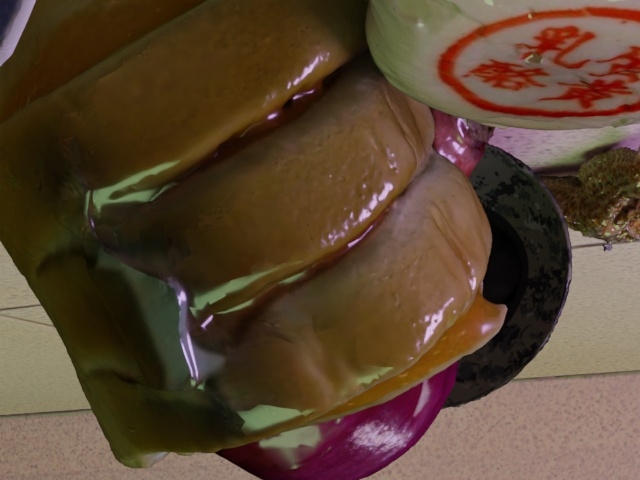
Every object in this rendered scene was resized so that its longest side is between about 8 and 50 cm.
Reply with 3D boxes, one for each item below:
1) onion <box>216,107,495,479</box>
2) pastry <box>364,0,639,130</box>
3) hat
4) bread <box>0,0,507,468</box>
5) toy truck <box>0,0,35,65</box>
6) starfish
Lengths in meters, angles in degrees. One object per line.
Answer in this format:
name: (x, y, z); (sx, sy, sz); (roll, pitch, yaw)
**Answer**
onion: (0.000, 0.000, 1.497); (0.385, 0.347, 0.348); (-43, 152, 15)
pastry: (0.143, -0.149, 1.063); (0.265, 0.133, 0.265); (1, 164, 0)
hat: (0.128, 0.033, 1.715); (0.266, 0.265, 0.128); (-7, 172, 31)
bread: (-0.072, -0.029, 1.179); (0.301, 0.341, 0.210); (-14, -162, 24)
toy truck: (-0.290, -0.187, 0.685); (0.388, 0.173, 0.207); (26, 162, -30)
starfish: (0.316, -0.034, 1.762); (0.301, 0.084, 0.293); (14, 165, -33)
